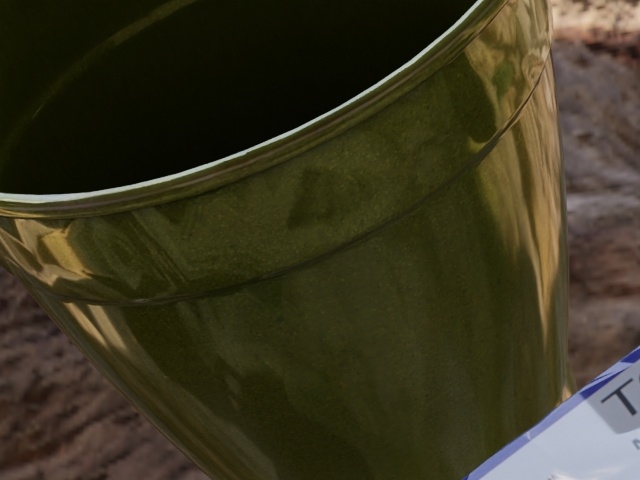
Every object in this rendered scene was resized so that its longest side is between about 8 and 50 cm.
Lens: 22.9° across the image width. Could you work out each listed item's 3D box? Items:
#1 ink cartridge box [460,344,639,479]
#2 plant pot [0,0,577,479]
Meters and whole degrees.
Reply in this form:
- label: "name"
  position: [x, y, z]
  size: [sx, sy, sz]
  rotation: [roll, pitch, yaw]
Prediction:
- label: "ink cartridge box"
  position: [0.076, 0.162, 0.300]
  size: [0.324, 0.330, 0.071]
  rotation: [-38, -66, 6]
- label: "plant pot"
  position: [0.000, 0.000, 0.950]
  size: [0.366, 0.366, 0.353]
  rotation: [-14, -56, 16]
